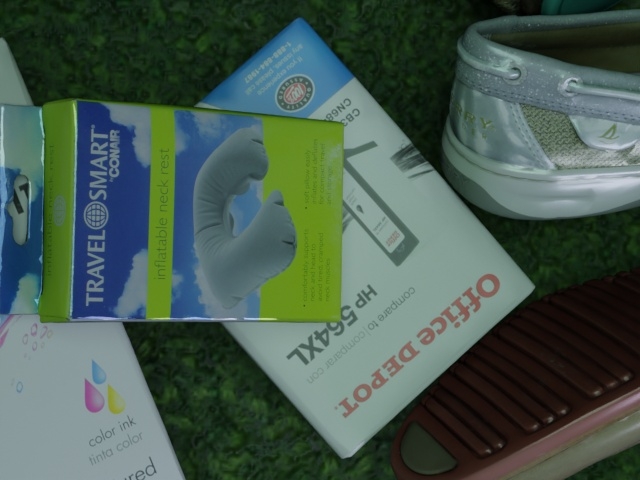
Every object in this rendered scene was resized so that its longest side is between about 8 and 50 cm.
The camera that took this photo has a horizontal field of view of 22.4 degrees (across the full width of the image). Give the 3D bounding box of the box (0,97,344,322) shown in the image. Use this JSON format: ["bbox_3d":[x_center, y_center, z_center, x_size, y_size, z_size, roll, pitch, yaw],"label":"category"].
[{"bbox_3d":[-0.071,-0.013,0.812,0.178,0.042,0.109,2,88,-34],"label":"box"}]

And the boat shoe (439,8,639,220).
[{"bbox_3d":[0.221,-0.094,0.900,0.320,0.118,0.103,-9,131,-13],"label":"boat shoe"}]

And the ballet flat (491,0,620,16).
[{"bbox_3d":[0.281,-0.295,0.930,0.482,0.164,0.182,-26,72,-3],"label":"ballet flat"}]

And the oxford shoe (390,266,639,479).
[{"bbox_3d":[0.207,0.080,0.906,0.348,0.123,0.130,-26,118,-9],"label":"oxford shoe"}]

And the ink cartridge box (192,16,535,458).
[{"bbox_3d":[0.000,0.000,0.920,0.148,0.086,0.203,-42,91,-4],"label":"ink cartridge box"}]

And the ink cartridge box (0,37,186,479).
[{"bbox_3d":[-0.225,0.029,0.825,0.207,0.119,0.353,-26,105,-20],"label":"ink cartridge box"}]
